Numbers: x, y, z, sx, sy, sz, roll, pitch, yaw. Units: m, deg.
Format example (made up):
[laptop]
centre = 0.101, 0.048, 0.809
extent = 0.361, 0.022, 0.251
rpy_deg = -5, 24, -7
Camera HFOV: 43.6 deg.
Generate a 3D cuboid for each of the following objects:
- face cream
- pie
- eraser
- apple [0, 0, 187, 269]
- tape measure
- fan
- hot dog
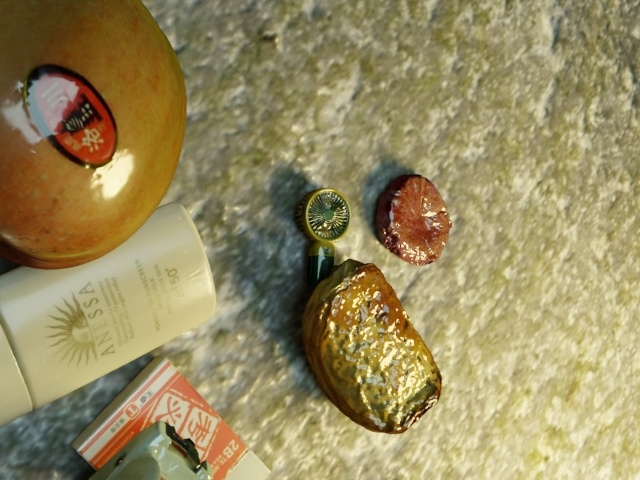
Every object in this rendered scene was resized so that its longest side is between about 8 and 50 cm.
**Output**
[face cream]
centre = -0.294, 0.091, 0.957
extent = 0.349, 0.081, 0.173
rpy_deg = -26, 118, -31
[pie]
centre = 0.153, -0.033, 1.280
extent = 0.154, 0.038, 0.153
rpy_deg = 2, 87, -34
[eraser]
centre = -0.188, 0.286, 1.044
extent = 0.157, 0.038, 0.230
rpy_deg = -47, 111, -25
[apple]
centre = -0.293, -0.143, 0.833
extent = 0.338, 0.338, 0.305
rpy_deg = 38, 71, -25
[tape measure]
centre = -0.239, 0.341, 0.879
extent = 0.243, 0.246, 0.125
rpy_deg = -43, 107, 2
[fan]
centre = 0.000, 0.000, 1.181
extent = 0.082, 0.039, 0.155
rpy_deg = 6, 85, -32
[hot dog]
centre = 0.066, 0.149, 1.174
extent = 0.175, 0.114, 0.259
rpy_deg = -35, 103, -24
